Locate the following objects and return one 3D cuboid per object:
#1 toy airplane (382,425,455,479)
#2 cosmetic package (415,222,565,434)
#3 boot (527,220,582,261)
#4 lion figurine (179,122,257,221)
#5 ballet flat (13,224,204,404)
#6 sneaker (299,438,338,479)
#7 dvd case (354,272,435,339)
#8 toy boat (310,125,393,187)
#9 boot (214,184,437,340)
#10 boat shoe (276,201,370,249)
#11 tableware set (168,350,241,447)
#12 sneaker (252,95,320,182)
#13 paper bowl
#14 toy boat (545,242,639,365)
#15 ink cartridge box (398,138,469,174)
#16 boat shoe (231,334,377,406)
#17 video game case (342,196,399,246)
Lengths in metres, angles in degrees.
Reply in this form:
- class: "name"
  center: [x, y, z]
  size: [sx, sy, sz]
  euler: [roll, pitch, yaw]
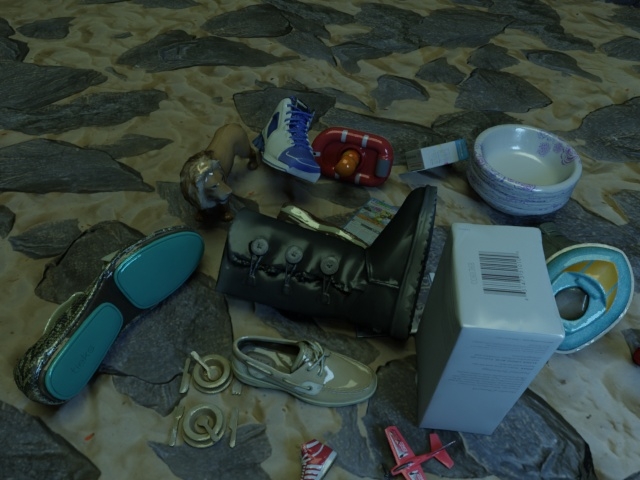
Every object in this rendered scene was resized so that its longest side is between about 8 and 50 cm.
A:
- class: "toy airplane"
  center: [0.183, 0.405, 0.952]
  size: [0.151, 0.028, 0.151]
  euler: [1, 50, -2]
- class: "cosmetic package"
  center: [0.275, 0.175, 0.924]
  size: [0.156, 0.385, 0.217]
  euler: [4, 51, 4]
- class: "boot"
  center: [0.532, 0.042, 1.268]
  size: [0.247, 0.083, 0.161]
  euler: [-20, 40, -19]
- class: "lion figurine"
  center: [-0.262, -0.203, 1.339]
  size: [0.142, 0.240, 0.392]
  euler: [5, 48, 3]
- class: "ballet flat"
  center: [-0.463, 0.127, 1.114]
  size: [0.182, 0.164, 0.482]
  euler: [9, 47, 33]
- class: "sneaker"
  center: [-0.026, 0.415, 0.928]
  size: [0.067, 0.042, 0.118]
  euler: [32, 47, 19]
- class: "dvd case"
  center: [0.183, 0.148, 1.188]
  size: [0.221, 0.018, 0.164]
  euler: [-3, 48, -4]
- class: "toy boat"
  center: [0.078, -0.221, 1.410]
  size: [0.231, 0.151, 0.151]
  euler: [16, 30, 14]
- class: "boot"
  center: [0.018, 0.001, 1.167]
  size: [0.445, 0.146, 0.367]
  euler: [12, 69, 16]
- class: "boat shoe"
  center: [0.001, 0.002, 1.281]
  size: [0.258, 0.095, 0.095]
  euler: [27, 83, 15]
- class: "tableware set"
  center: [-0.225, 0.309, 1.018]
  size: [0.128, 0.039, 0.194]
  euler: [1, 49, -1]
- class: "sneaker"
  center: [-0.083, -0.294, 1.401]
  size: [0.127, 0.182, 0.315]
  euler: [18, 18, -32]
- class: "paper bowl"
  center: [0.545, -0.181, 1.404]
  size: [0.284, 0.148, 0.284]
  euler: [0, 48, 0]
- class: "toy boat"
  center: [0.597, 0.155, 1.073]
  size: [0.318, 0.148, 0.267]
  euler: [42, 89, 17]
- class: "ink cartridge box"
  center: [0.317, -0.240, 1.474]
  size: [0.181, 0.061, 0.104]
  euler: [-16, 7, -15]
- class: "boat shoe"
  center: [-0.031, 0.253, 1.028]
  size: [0.302, 0.098, 0.109]
  euler: [12, 48, 2]
- class: "video game case"
  center: [0.143, -0.041, 1.357]
  size: [0.119, 0.015, 0.166]
  euler: [28, 54, 22]
